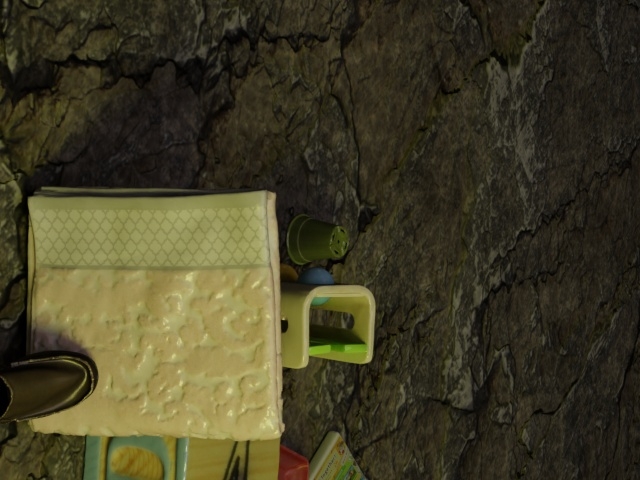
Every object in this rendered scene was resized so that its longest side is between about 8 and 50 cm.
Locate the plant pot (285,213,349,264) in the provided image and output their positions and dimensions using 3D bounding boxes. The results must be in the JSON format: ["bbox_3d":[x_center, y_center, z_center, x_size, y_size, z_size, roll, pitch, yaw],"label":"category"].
[{"bbox_3d":[0.000,0.000,2.068,0.083,0.079,0.083,-6,98,-52],"label":"plant pot"}]

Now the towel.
[{"bbox_3d":[-0.210,0.090,1.596,0.053,0.332,0.317,-17,107,-76],"label":"towel"}]

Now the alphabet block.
[{"bbox_3d":[-0.187,0.300,1.752,0.197,0.192,0.193,5,91,-54],"label":"alphabet block"}]

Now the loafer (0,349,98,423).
[{"bbox_3d":[-0.365,0.185,1.526,0.220,0.078,0.080,-12,96,-25],"label":"loafer"}]

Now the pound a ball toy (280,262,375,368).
[{"bbox_3d":[-0.041,0.099,1.863,0.208,0.319,0.135,0,92,-38],"label":"pound a ball toy"}]

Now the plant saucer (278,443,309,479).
[{"bbox_3d":[-0.093,0.433,1.943,0.258,0.048,0.259,43,45,-59],"label":"plant saucer"}]

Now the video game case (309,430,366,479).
[{"bbox_3d":[0.009,0.472,2.165,0.227,0.026,0.206,-55,133,-34],"label":"video game case"}]
